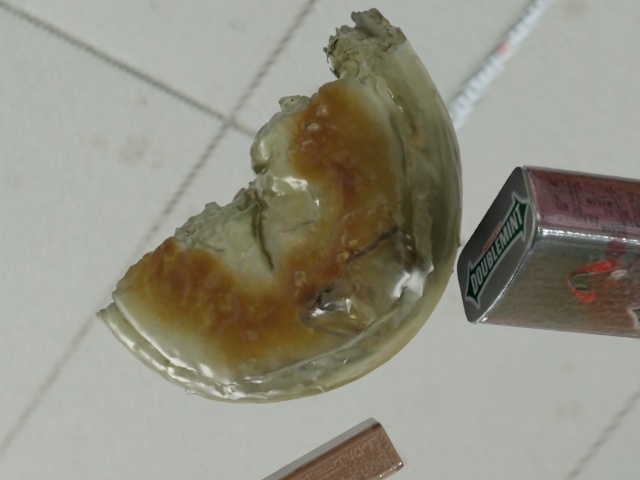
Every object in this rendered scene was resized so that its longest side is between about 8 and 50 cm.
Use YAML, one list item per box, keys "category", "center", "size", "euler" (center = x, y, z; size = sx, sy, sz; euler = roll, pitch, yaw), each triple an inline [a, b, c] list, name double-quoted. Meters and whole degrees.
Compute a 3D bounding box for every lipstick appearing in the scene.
- category: "lipstick"
  center: [-0.009, 0.193, 1.456]
  size: [0.145, 0.045, 0.045]
  euler: [-30, 98, -6]

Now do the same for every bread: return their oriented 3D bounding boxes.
- category: "bread"
  center: [0.005, 0.000, 1.389]
  size: [0.192, 0.171, 0.314]
  euler: [41, 101, 6]

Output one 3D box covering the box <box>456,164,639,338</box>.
- category: "box"
  center: [0.217, 0.014, 1.267]
  size: [0.224, 0.069, 0.120]
  euler: [7, 140, -21]
